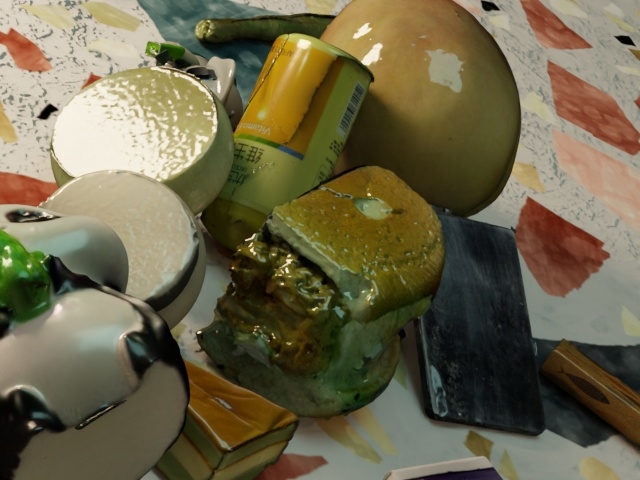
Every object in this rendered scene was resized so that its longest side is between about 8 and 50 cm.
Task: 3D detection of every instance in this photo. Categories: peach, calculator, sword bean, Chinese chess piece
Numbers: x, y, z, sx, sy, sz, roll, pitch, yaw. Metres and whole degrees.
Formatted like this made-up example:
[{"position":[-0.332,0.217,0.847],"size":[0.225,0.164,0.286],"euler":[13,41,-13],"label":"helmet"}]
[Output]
[{"position":[0.115,-0.155,2.069],"size":[0.247,0.292,0.292],"euler":[-4,15,29],"label":"peach"},{"position":[0.165,0.086,1.929],"size":[0.161,0.021,0.262],"euler":[14,57,-30],"label":"calculator"},{"position":[-0.068,-0.276,2.324],"size":[0.043,0.038,0.269],"euler":[21,20,36],"label":"sword bean"},{"position":[-0.182,-0.093,1.818],"size":[0.188,0.083,0.188],"euler":[-5,50,6],"label":"Chinese chess piece"}]

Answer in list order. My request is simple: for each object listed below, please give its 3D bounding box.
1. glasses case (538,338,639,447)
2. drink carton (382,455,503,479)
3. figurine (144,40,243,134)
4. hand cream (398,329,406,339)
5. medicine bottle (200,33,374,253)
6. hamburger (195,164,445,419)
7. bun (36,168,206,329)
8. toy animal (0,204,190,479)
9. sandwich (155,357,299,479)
[{"position":[0.327,0.181,2.008],"size":[0.170,0.041,0.064],"euler":[36,18,8],"label":"glasses case"},{"position":[0.140,0.310,1.583],"size":[0.134,0.102,0.222],"euler":[1,44,-46],"label":"drink carton"},{"position":[-0.144,-0.152,1.977],"size":[0.126,0.147,0.192],"euler":[-1,28,-23],"label":"figurine"},{"position":[0.000,0.000,1.960],"size":[0.120,0.061,0.270],"euler":[5,44,-36],"label":"hand cream"},{"position":[-0.040,-0.094,1.890],"size":[0.124,0.239,0.124],"euler":[24,-9,4],"label":"medicine bottle"},{"position":[0.020,0.058,1.761],"size":[0.192,0.167,0.288],"euler":[45,38,14],"label":"hamburger"},{"position":[-0.192,0.025,1.668],"size":[0.173,0.120,0.173],"euler":[2,61,-4],"label":"bun"},{"position":[-0.236,0.080,1.458],"size":[0.212,0.212,0.267],"euler":[-8,52,-49],"label":"toy animal"},{"position":[-0.117,0.147,1.603],"size":[0.163,0.079,0.113],"euler":[43,29,21],"label":"sandwich"}]
